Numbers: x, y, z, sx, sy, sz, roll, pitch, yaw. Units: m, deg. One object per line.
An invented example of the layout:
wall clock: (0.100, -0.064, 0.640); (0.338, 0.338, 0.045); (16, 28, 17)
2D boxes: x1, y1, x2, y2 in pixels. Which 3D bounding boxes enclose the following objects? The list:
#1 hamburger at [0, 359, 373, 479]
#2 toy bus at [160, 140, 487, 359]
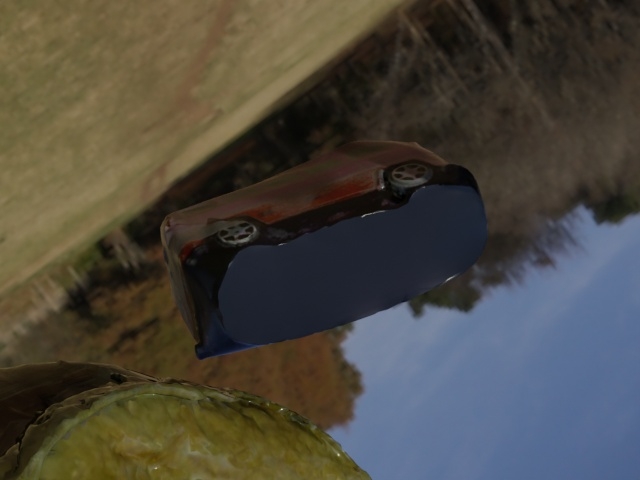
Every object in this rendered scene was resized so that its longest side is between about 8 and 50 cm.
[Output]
hamburger: (-0.085, 0.147, 0.346); (0.132, 0.211, 0.309); (-37, -164, 37)
toy bus: (0.000, 0.000, 1.174); (0.303, 0.127, 0.147); (-21, -148, -17)
